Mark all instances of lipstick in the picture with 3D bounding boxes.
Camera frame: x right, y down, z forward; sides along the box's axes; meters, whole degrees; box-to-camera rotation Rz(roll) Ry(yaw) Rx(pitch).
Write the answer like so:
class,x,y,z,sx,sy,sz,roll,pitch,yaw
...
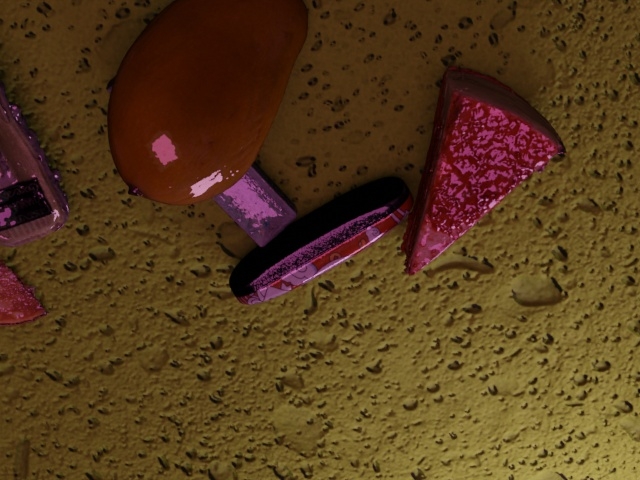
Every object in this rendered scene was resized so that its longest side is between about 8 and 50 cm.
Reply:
class,x,y,z,sx,sy,sz,roll,pitch,yaw
lipstick,-0.147,-0.116,1.902,0.076,0.077,0.289,-44,105,4

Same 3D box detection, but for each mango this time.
class,x,y,z,sx,sy,sz,roll,pitch,yaw
mango,-0.142,-0.191,1.791,0.195,0.142,0.331,31,68,-23

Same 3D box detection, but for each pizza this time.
class,x,y,z,sx,sy,sz,roll,pitch,yaw
pizza,-0.410,0.080,1.987,0.099,0.029,0.100,25,108,-19

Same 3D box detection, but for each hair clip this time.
class,x,y,z,sx,sy,sz,roll,pitch,yaw
hair clip,-0.429,-0.139,1.866,0.138,0.091,0.321,-22,128,4

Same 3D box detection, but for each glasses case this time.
class,x,y,z,sx,sy,sz,roll,pitch,yaw
glasses case,0.000,0.000,1.939,0.267,0.103,0.067,-30,107,8

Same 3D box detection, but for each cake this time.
class,x,y,z,sx,sy,sz,roll,pitch,yaw
cake,0.157,-0.096,1.888,0.262,0.158,0.159,-42,102,12
